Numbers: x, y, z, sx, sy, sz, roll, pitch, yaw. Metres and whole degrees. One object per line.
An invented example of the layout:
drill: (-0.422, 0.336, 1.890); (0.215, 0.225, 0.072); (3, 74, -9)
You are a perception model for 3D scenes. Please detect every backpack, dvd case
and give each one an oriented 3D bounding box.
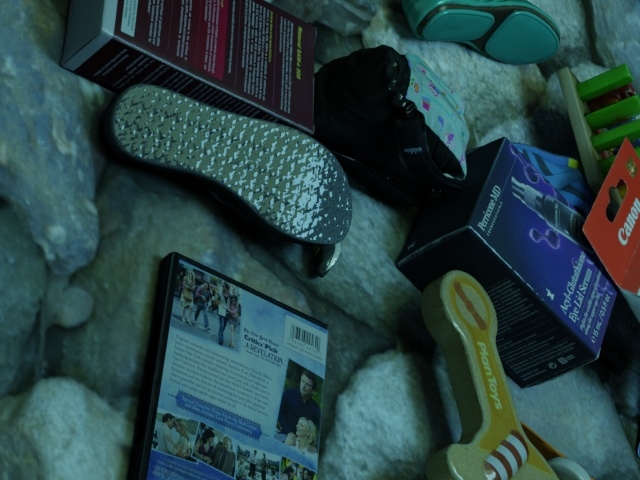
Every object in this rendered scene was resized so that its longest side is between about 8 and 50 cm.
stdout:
backpack: (0.077, -0.113, 1.509); (0.182, 0.152, 0.115); (36, 54, -40)
dvd case: (-0.075, 0.150, 1.296); (0.180, 0.022, 0.253); (27, 51, -30)

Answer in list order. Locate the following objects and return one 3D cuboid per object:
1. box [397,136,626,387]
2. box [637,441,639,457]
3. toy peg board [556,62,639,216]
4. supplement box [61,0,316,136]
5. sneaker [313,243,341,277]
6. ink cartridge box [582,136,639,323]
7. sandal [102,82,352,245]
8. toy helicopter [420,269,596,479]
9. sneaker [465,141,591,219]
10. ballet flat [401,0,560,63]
box: (0.202, 0.024, 1.573); (0.207, 0.108, 0.153); (43, 44, -18)
box: (0.445, 0.180, 1.737); (0.136, 0.036, 0.225); (36, 60, -24)
toy peg board: (0.359, -0.116, 1.781); (0.161, 0.079, 0.161); (35, 39, -54)
supplement box: (-0.117, -0.181, 1.410); (0.239, 0.073, 0.130); (24, 53, -32)
sneaker: (0.000, 0.000, 1.454); (0.035, 0.031, 0.083); (25, 46, -15)
ink cartridge box: (0.383, 0.022, 1.639); (0.232, 0.066, 0.189); (59, 39, -23)
sandal: (-0.080, -0.073, 1.388); (0.254, 0.054, 0.097); (27, 74, -21)
toy helicopter: (0.181, 0.195, 1.436); (0.235, 0.140, 0.355); (8, 59, -43)
sneaker: (0.230, -0.055, 1.676); (0.209, 0.069, 0.082); (10, 65, -41)
ballet flat: (0.185, -0.266, 1.751); (0.247, 0.083, 0.087); (4, 50, -45)
